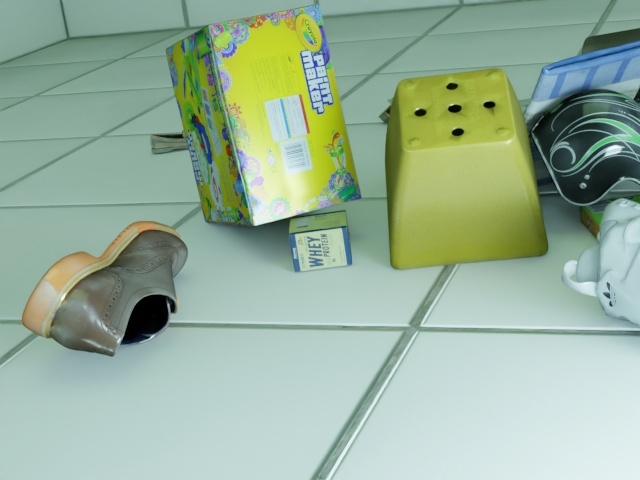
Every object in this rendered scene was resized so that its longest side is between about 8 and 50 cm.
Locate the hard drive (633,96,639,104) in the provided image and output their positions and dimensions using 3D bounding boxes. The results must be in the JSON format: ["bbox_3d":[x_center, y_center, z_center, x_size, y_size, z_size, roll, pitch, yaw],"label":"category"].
[{"bbox_3d":[0.630,-0.156,1.680,0.339,0.064,0.237,-16,42,-25],"label":"hard drive"}]

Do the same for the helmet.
[{"bbox_3d":[0.393,-0.129,1.591,0.161,0.169,0.169,-26,16,11],"label":"helmet"}]

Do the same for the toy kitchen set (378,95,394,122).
[{"bbox_3d":[0.167,-0.247,2.308,0.068,0.075,0.083,-43,-22,8],"label":"toy kitchen set"}]

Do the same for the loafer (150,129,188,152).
[{"bbox_3d":[-0.290,-0.210,2.357,0.125,0.039,0.045,-12,19,-11],"label":"loafer"}]

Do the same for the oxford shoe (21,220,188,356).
[{"bbox_3d":[-0.238,0.072,1.460,0.132,0.130,0.363,30,20,8],"label":"oxford shoe"}]

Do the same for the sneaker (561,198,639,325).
[{"bbox_3d":[0.449,0.003,1.285,0.366,0.137,0.210,-24,27,-31],"label":"sneaker"}]

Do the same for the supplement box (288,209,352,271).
[{"bbox_3d":[0.000,0.000,1.604,0.083,0.056,0.083,-8,18,3],"label":"supplement box"}]

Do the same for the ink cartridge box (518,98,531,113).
[{"bbox_3d":[0.333,-0.176,1.946,0.134,0.078,0.231,-9,19,0],"label":"ink cartridge box"}]

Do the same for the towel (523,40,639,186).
[{"bbox_3d":[0.374,-0.180,1.700,0.209,0.285,0.034,-16,58,-20],"label":"towel"}]

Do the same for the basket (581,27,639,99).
[{"bbox_3d":[0.634,-0.344,2.212,0.227,0.154,0.204,-2,22,28],"label":"basket"}]

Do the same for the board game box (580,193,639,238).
[{"bbox_3d":[0.434,-0.009,1.486,0.124,0.039,0.259,-9,16,0],"label":"board game box"}]

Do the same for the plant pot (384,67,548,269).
[{"bbox_3d":[0.185,-0.109,1.525,0.212,0.187,0.212,-6,47,7],"label":"plant pot"}]

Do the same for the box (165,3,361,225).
[{"bbox_3d":[-0.096,-0.183,1.738,0.177,0.290,0.279,-15,8,-20],"label":"box"}]
